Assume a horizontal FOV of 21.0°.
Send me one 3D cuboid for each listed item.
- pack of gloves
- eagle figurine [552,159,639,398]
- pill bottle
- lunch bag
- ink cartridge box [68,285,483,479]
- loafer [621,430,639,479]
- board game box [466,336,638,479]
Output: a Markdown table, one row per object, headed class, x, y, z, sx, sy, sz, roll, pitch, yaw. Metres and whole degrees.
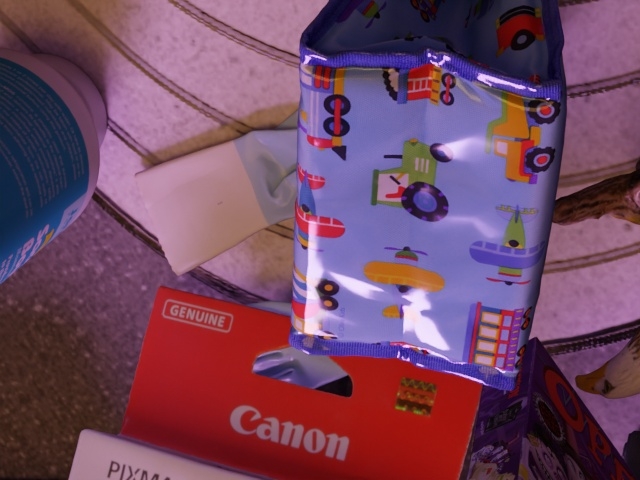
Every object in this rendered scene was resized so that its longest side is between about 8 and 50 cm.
| class | x | y | z | sx | sy | sz | roll | pitch | yaw |
| --- | --- | --- | --- | --- | --- | --- | --- | --- | --- |
| pack of gloves | 0.000 | 0.000 | 1.235 | 0.232 | 0.046 | 0.195 | -22 | 90 | 30 |
| eagle figurine | 0.258 | 0.086 | 1.067 | 0.298 | 0.226 | 0.225 | 65 | 160 | 2 |
| pill bottle | -0.245 | -0.042 | 1.173 | 0.146 | 0.264 | 0.146 | 10 | 118 | 19 |
| lunch bag | 0.081 | -0.101 | 0.999 | 0.138 | 0.293 | 0.221 | 10 | 134 | 8 |
| ink cartridge box | -0.041 | 0.169 | 1.188 | 0.275 | 0.060 | 0.239 | 12 | 85 | 25 |
| loafer | 0.243 | 0.264 | 1.227 | 0.084 | 0.096 | 0.268 | 7 | 115 | 13 |
| board game box | 0.207 | 0.244 | 1.074 | 0.056 | 0.208 | 0.347 | -33 | 103 | 16 |
